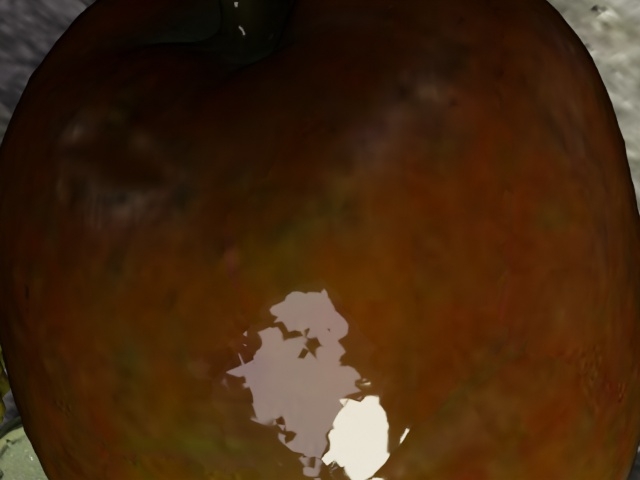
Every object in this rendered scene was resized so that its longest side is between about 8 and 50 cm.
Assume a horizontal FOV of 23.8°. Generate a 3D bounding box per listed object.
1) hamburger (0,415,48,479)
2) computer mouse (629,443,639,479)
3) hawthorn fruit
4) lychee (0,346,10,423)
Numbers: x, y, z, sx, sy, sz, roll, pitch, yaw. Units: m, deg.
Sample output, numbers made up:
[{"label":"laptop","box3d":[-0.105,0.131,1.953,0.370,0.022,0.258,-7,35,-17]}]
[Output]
[{"label":"hamburger","box3d":[-0.127,0.141,0.892,0.140,0.062,0.133,23,130,-13]},{"label":"computer mouse","box3d":[0.250,0.155,0.836,0.295,0.087,0.168,6,133,-1]},{"label":"hawthorn fruit","box3d":[0.000,0.000,0.585,0.267,0.268,0.301,-3,133,11]},{"label":"lychee","box3d":[-0.280,0.023,0.656,0.270,0.270,0.320,-20,151,25]}]
